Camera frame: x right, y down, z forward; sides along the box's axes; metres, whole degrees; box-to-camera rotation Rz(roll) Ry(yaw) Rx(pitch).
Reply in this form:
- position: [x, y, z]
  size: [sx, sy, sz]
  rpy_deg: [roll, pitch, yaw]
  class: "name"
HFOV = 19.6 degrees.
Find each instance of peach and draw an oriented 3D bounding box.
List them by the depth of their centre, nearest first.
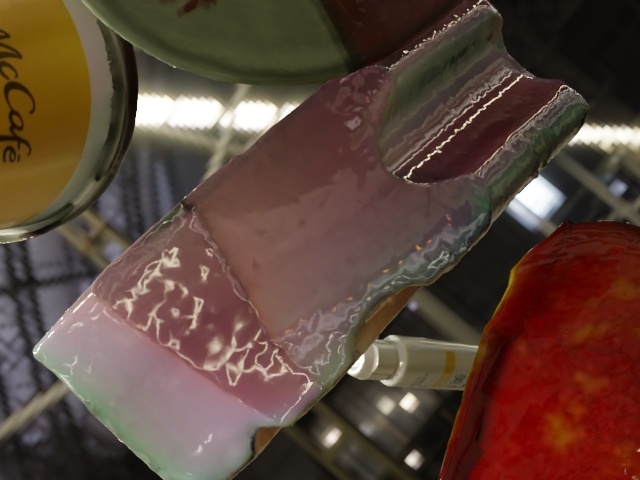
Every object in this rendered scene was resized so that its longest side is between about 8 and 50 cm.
- position: [0.139, 0.144, 0.746]
  size: [0.249, 0.245, 0.274]
  rpy_deg: [11, -73, -46]
  class: "peach"

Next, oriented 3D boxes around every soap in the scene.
- position: [0.000, 0.000, 0.922]
  size: [0.193, 0.109, 0.324]
  rpy_deg: [-45, -1, 29]
  class: "soap"

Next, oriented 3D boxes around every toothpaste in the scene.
- position: [0.096, 0.079, 1.149]
  size: [0.190, 0.031, 0.048]
  rpy_deg: [8, -36, -36]
  class: "toothpaste"

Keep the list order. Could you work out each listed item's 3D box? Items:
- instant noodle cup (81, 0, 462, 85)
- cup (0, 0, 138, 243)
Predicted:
- position: [-0.047, -0.188, 0.816]
  size: [0.235, 0.235, 0.178]
  rpy_deg: [-49, 22, -10]
  class: "instant noodle cup"
- position: [-0.229, -0.074, 0.977]
  size: [0.196, 0.196, 0.280]
  rpy_deg: [-55, -12, 25]
  class: "cup"
